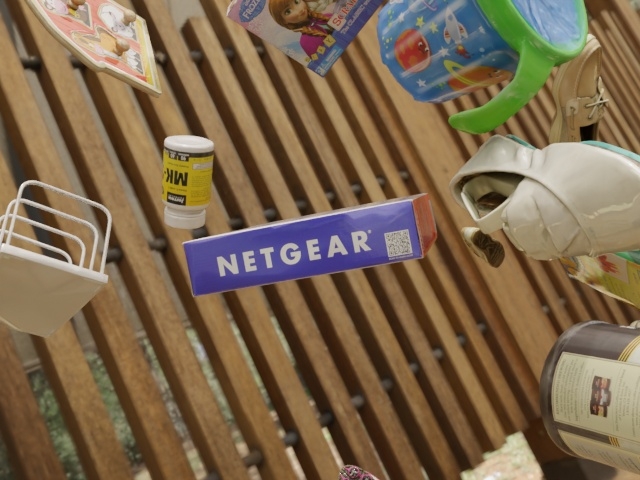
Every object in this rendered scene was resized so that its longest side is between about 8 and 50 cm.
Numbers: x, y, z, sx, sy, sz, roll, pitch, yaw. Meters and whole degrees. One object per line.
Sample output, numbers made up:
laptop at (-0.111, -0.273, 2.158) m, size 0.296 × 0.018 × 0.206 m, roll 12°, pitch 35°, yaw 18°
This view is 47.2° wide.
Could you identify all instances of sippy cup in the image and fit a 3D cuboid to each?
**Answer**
sippy cup at (0.207, -0.306, 1.012) m, size 0.224 × 0.240 × 0.305 m, roll -24°, pitch 22°, yaw 45°

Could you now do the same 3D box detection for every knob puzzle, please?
knob puzzle at (-0.294, -0.288, 0.948) m, size 0.030 × 0.213 × 0.213 m, roll -40°, pitch -16°, yaw 26°

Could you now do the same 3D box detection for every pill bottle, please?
pill bottle at (-0.323, -0.141, 1.772) m, size 0.119 × 0.208 × 0.119 m, roll 6°, pitch 19°, yaw -2°

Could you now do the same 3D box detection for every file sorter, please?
file sorter at (-0.550, 0.042, 1.414) m, size 0.193 × 0.173 × 0.278 m, roll 23°, pitch -41°, yaw -32°

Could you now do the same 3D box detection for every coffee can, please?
coffee can at (0.460, 0.217, 0.957) m, size 0.202 × 0.201 × 0.275 m, roll -20°, pitch 10°, yaw -27°

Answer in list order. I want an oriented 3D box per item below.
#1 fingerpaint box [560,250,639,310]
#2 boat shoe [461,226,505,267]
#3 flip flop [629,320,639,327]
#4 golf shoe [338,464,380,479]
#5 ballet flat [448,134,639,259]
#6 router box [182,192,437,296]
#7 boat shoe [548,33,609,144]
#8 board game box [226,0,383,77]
fingerpaint box at (0.815, 0.037, 1.923) m, size 0.163 × 0.371 × 0.445 m, roll -58°, pitch -36°, yaw -4°
boat shoe at (0.330, 0.010, 1.485) m, size 0.050 × 0.045 × 0.135 m, roll -53°, pitch -48°, yaw -7°
flip flop at (0.546, 0.273, 1.355) m, size 0.080 × 0.277 × 0.112 m, roll 6°, pitch -27°, yaw 44°
golf shoe at (0.112, 0.508, 1.430) m, size 0.067 × 0.186 × 0.086 m, roll -52°, pitch -12°, yaw -5°
ballet flat at (0.253, -0.042, 0.853) m, size 0.139 × 0.139 × 0.400 m, roll -25°, pitch 15°, yaw -2°
router box at (0.000, 0.000, 1.136) m, size 0.336 × 0.082 × 0.301 m, roll -10°, pitch 3°, yaw 14°
boat shoe at (0.531, -0.278, 1.468) m, size 0.109 × 0.098 × 0.302 m, roll -38°, pitch -32°, yaw -17°
board game box at (-0.030, -0.637, 1.923) m, size 0.318 × 0.065 × 0.318 m, roll 27°, pitch -55°, yaw -22°
